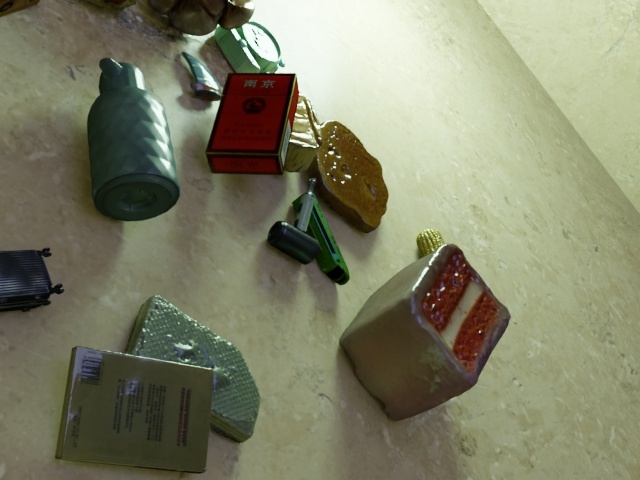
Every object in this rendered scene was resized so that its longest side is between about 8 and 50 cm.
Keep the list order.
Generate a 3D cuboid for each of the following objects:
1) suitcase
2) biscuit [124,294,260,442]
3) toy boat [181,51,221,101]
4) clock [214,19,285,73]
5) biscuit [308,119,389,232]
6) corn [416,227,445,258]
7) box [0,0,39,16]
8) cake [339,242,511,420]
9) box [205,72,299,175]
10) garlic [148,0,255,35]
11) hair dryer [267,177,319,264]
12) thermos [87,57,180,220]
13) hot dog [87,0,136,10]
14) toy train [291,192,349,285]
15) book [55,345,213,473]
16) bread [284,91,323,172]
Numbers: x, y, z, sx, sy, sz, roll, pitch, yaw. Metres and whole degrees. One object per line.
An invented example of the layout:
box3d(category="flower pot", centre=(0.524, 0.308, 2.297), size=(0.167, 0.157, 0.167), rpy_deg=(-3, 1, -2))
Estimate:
box3d(category="suitcase", centre=(-0.444, 0.057, 1.190), size=(0.126, 0.059, 0.086), rpy_deg=(-3, 62, -50))
box3d(category="biscuit", centre=(-0.198, 0.210, 1.353), size=(0.252, 0.052, 0.150), rpy_deg=(38, 38, -23))
box3d(category="toy boat", centre=(-0.256, -0.358, 1.783), size=(0.096, 0.034, 0.122), rpy_deg=(10, 52, -52))
box3d(category="clock", centre=(-0.155, -0.455, 1.958), size=(0.148, 0.060, 0.188), rpy_deg=(56, 34, 3))
box3d(category="biscuit", centre=(0.062, -0.156, 1.966), size=(0.257, 0.049, 0.273), rpy_deg=(40, 39, -24))
box3d(category="corn", centre=(0.289, 0.064, 2.029), size=(0.072, 0.072, 0.203), rpy_deg=(9, 56, -45))
box3d(category="box", centre=(-0.613, -0.461, 1.420), size=(0.174, 0.076, 0.274), rpy_deg=(50, 35, -8))
box3d(category="cake", centre=(0.217, 0.185, 1.702), size=(0.237, 0.230, 0.309), rpy_deg=(50, 35, -3))
box3d(category="box", centre=(-0.134, -0.242, 1.701), size=(0.074, 0.153, 0.240), rpy_deg=(75, 19, -50))
box3d(category="garlic", centre=(-0.264, -0.518, 1.803), size=(0.214, 0.160, 0.191), rpy_deg=(41, 22, -24))
box3d(category="hair dryer", centre=(-0.041, -0.054, 1.724), size=(0.100, 0.057, 0.198), rpy_deg=(34, 53, -28))
box3d(category="thermos", centre=(-0.328, -0.177, 1.463), size=(0.182, 0.144, 0.287), rpy_deg=(60, 15, -58))
box3d(category="hot dog", centre=(-0.443, -0.562, 1.678), size=(0.146, 0.103, 0.213), rpy_deg=(-7, 65, -51))
box3d(category="toy train", centre=(0.000, 0.000, 1.766), size=(0.042, 0.044, 0.209), rpy_deg=(-3, 63, -51))
box3d(category="book", centre=(-0.264, 0.249, 1.218), size=(0.230, 0.026, 0.161), rpy_deg=(18, 65, -35))
box3d(category="bread", centre=(-0.076, -0.241, 1.829), size=(0.132, 0.114, 0.191), rpy_deg=(10, 44, -33))
